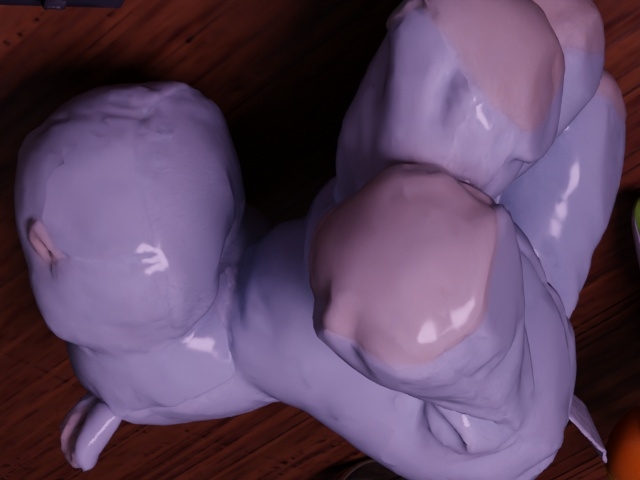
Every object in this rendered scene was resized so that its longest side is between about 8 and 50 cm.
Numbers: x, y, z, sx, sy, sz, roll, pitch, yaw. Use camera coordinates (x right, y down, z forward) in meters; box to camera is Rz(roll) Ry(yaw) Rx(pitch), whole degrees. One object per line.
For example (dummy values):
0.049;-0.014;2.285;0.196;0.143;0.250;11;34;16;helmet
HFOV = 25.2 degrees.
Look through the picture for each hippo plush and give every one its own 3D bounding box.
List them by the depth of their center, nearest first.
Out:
0.000;0.000;0.647;0.236;0.234;0.294;6;144;23;hippo plush

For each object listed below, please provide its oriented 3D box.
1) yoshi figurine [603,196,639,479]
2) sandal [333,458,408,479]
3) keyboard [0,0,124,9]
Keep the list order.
0.300;0.012;0.688;0.203;0.203;0.362;-2;138;-29;yoshi figurine
0.036;0.164;0.898;0.180;0.072;0.049;-26;119;18;sandal
-0.227;-0.100;0.520;0.317;0.033;0.201;-1;174;-18;keyboard
